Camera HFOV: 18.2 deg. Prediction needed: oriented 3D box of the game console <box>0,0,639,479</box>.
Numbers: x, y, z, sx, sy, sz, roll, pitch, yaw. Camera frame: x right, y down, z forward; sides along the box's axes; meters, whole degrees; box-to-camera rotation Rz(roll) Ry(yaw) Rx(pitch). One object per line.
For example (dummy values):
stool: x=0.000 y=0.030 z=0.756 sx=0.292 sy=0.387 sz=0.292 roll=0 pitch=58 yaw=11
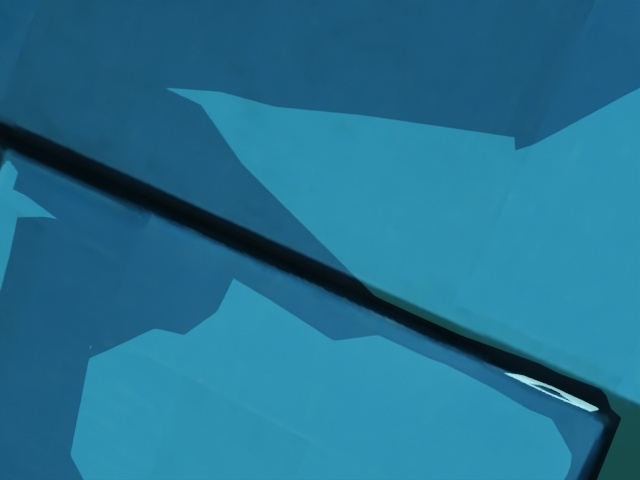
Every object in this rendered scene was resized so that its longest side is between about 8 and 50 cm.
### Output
game console: x=0.000 y=0.000 z=0.499 sx=0.386 sy=0.060 sz=0.342 roll=24 pitch=93 yaw=17
